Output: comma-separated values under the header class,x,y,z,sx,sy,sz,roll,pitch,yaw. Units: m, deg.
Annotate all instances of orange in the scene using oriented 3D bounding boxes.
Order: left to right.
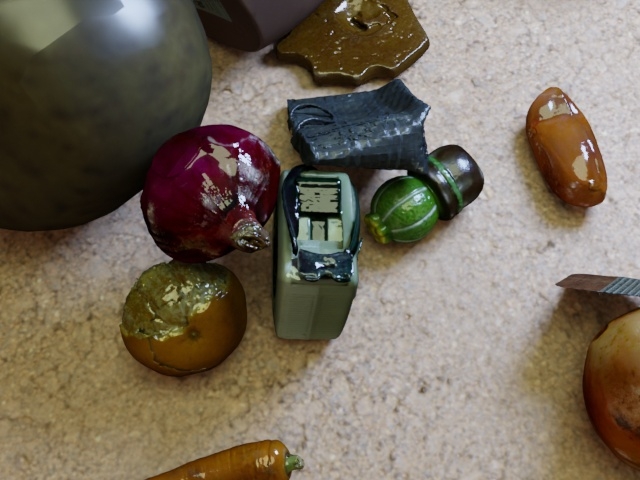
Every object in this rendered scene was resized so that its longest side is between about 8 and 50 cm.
class,x,y,z,sx,sy,sz,roll,pitch,yaw
orange,-0.167,0.089,1.317,0.157,0.134,0.156,-6,106,-21

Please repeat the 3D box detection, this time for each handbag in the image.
class,x,y,z,sx,sy,sz,roll,pitch,yaw
handbag,0.044,-0.146,1.410,0.175,0.088,0.270,-4,20,-6

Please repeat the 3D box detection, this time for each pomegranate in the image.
class,x,y,z,sx,sy,sz,roll,pitch,yaw
pomegranate,0.407,0.172,1.273,0.209,0.209,0.209,1,64,-2

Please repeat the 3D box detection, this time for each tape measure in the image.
class,x,y,z,sx,sy,sz,roll,pitch,yaw
tape measure,0.000,0.000,1.312,0.115,0.235,0.207,4,64,-4

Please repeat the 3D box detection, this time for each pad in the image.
class,x,y,z,sx,sy,sz,roll,pitch,yaw
pad,0.452,0.029,1.390,0.250,0.055,0.323,6,25,22

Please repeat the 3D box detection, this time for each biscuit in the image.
class,x,y,z,sx,sy,sz,roll,pitch,yaw
biscuit,0.037,-0.297,1.567,0.215,0.034,0.182,-18,66,-8

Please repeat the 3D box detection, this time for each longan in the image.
class,x,y,z,sx,sy,sz,roll,pitch,yaw
longan,-0.324,-0.194,1.317,0.405,0.404,0.336,-26,68,-14

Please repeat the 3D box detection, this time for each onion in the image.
class,x,y,z,sx,sy,sz,roll,pitch,yaw
onion,-0.121,-0.053,1.228,0.173,0.135,0.198,-43,29,-6

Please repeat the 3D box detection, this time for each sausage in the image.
class,x,y,z,sx,sy,sz,roll,pitch,yaw
sausage,0.333,-0.123,1.476,0.089,0.089,0.179,-11,62,-8

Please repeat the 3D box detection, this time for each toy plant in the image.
class,x,y,z,sx,sy,sz,roll,pitch,yaw
toy plant,0.131,-0.055,1.426,0.162,0.093,0.093,-36,71,-13

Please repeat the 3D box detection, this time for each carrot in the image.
class,x,y,z,sx,sy,sz,roll,pitch,yaw
carrot,-0.145,0.283,1.278,0.257,0.061,0.061,-13,65,1

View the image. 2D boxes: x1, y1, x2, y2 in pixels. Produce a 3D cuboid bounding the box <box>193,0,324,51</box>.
class,x,y,z,sx,sy,sz,roll,pitch,yaw
box,-0.116,-0.413,1.484,0.301,0.301,0.216,35,77,13
